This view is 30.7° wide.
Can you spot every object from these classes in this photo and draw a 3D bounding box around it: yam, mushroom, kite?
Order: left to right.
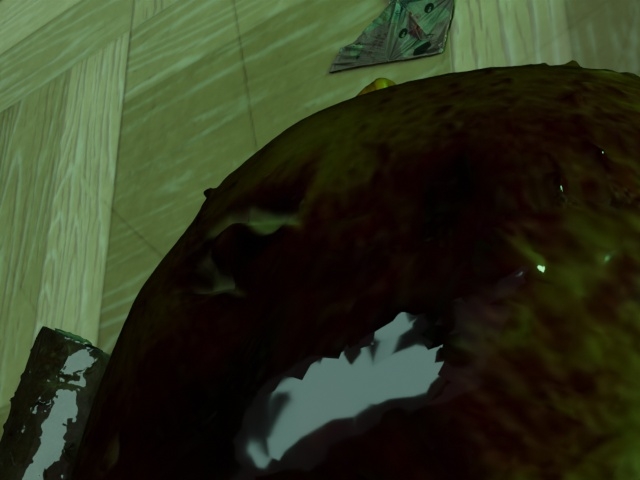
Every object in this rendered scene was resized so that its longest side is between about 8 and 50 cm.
[{"bbox_3d":[-0.162,0.193,0.721,0.131,0.131,0.279,-1,67,44],"label":"yam"},{"bbox_3d":[0.051,-0.169,0.816,0.137,0.005,0.152,-45,42,14],"label":"kite"},{"bbox_3d":[0.086,0.092,0.492,0.331,0.356,0.334,-61,0,8],"label":"mushroom"}]

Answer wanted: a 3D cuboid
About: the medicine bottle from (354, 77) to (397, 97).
[{"bbox_3d":[0.000,0.000,0.696,0.192,0.096,0.096,-44,43,17],"label":"medicine bottle"}]
